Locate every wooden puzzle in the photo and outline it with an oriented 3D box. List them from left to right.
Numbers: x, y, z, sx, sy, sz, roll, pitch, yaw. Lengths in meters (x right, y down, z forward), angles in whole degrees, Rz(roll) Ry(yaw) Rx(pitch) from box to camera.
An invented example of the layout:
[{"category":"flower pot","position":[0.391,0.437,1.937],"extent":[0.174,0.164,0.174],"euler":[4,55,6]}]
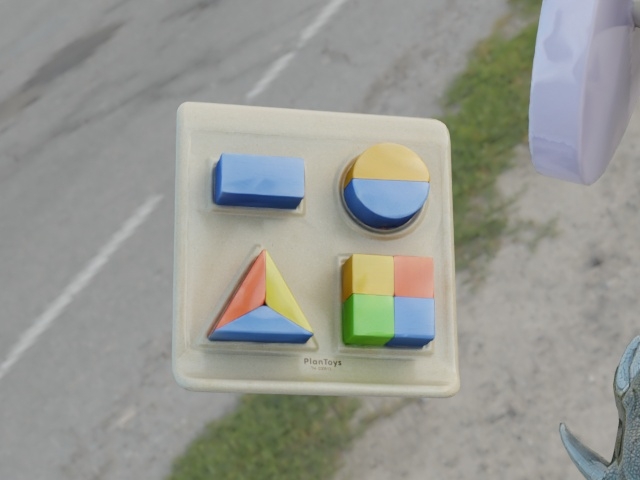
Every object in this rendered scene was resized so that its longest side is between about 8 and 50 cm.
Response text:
[{"category":"wooden puzzle","position":[0.000,0.000,1.597],"extent":[0.322,0.348,0.080],"euler":[3,-21,-12]}]

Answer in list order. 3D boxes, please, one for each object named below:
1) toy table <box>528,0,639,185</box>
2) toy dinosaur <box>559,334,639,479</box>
[{"category":"toy table","position":[0.221,-0.150,0.730],"extent":[0.161,0.274,0.252],"euler":[13,3,22]},{"category":"toy dinosaur","position":[0.089,0.170,0.439],"extent":[0.313,0.121,0.160],"euler":[-59,-10,-24]}]
